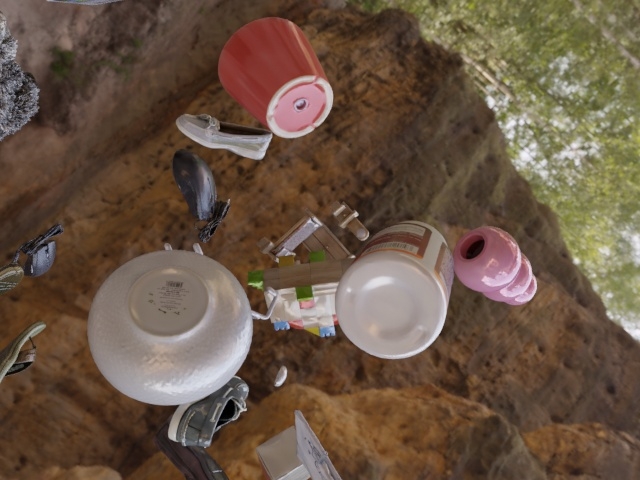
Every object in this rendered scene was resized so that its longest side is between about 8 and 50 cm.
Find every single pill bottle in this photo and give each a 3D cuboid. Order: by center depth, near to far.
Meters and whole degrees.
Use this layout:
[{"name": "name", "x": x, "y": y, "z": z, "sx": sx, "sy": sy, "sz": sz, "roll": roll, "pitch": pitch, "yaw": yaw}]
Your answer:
[{"name": "pill bottle", "x": 0.181, "y": 0.086, "z": 1.363, "sx": 0.224, "sy": 0.224, "sz": 0.392, "roll": -47, "pitch": 178, "yaw": 21}]

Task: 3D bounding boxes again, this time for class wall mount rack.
[{"name": "wall mount rack", "x": -0.305, "y": 0.128, "z": 1.762, "sx": 0.350, "sy": 0.304, "sz": 0.130, "roll": -2, "pitch": -118, "yaw": 53}]

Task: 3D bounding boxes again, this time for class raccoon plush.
[{"name": "raccoon plush", "x": -0.836, "y": -0.357, "z": 1.502, "sx": 0.299, "sy": 0.216, "sz": 0.445, "roll": 126, "pitch": -41, "yaw": -70}]

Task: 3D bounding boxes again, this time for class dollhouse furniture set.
[{"name": "dollhouse furniture set", "x": 0.000, "y": 0.000, "z": 2.020, "sx": 0.303, "sy": 0.173, "sz": 0.355, "roll": -43, "pitch": 165, "yaw": 5}]

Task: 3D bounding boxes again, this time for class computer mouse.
[{"name": "computer mouse", "x": -0.339, "y": -0.147, "z": 1.773, "sx": 0.072, "sy": 0.272, "sz": 0.188, "roll": -6, "pitch": -144, "yaw": 24}, {"name": "computer mouse", "x": -0.904, "y": 0.066, "z": 1.926, "sx": 0.262, "sy": 0.060, "sz": 0.184, "roll": -45, "pitch": -178, "yaw": 36}]

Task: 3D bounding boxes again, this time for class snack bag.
[{"name": "snack bag", "x": 0.011, "y": 0.645, "z": 1.620, "sx": 0.037, "sy": 0.342, "sz": 0.323, "roll": -24, "pitch": 145, "yaw": -19}]

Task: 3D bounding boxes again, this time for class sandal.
[{"name": "sandal", "x": -0.869, "y": 0.346, "z": 1.728, "sx": 0.120, "sy": 0.086, "sz": 0.302, "roll": -36, "pitch": -158, "yaw": 24}]

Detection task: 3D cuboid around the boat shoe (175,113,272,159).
[{"name": "boat shoe", "x": -0.318, "y": -0.362, "z": 2.021, "sx": 0.103, "sy": 0.321, "sz": 0.118, "roll": -60, "pitch": -151, "yaw": 26}]

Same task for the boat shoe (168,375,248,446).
[{"name": "boat shoe", "x": -0.226, "y": 0.394, "z": 1.390, "sx": 0.319, "sy": 0.099, "sz": 0.116, "roll": -2, "pitch": 107, "yaw": -73}]

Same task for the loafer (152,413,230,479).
[{"name": "loafer", "x": -0.327, "y": 0.592, "z": 1.579, "sx": 0.095, "sy": 0.302, "sz": 0.109, "roll": -43, "pitch": 153, "yaw": -4}]

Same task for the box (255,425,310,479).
[{"name": "box", "x": -0.116, "y": 0.736, "z": 2.019, "sx": 0.149, "sy": 0.126, "sz": 0.232, "roll": -27, "pitch": 150, "yaw": -18}]

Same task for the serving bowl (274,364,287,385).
[{"name": "serving bowl", "x": -0.149, "y": 0.525, "z": 2.342, "sx": 0.083, "sy": 0.027, "sz": 0.083, "roll": -156, "pitch": -90, "yaw": -85}]

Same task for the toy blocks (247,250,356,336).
[{"name": "toy blocks", "x": -0.015, "y": 0.194, "z": 1.905, "sx": 0.190, "sy": 0.382, "sz": 0.260, "roll": -97, "pitch": 179, "yaw": -48}]

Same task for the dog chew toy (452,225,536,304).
[{"name": "dog chew toy", "x": 0.564, "y": 0.097, "z": 1.915, "sx": 0.207, "sy": 0.332, "sz": 0.206, "roll": -30, "pitch": -138, "yaw": 31}]

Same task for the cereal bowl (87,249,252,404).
[{"name": "cereal bowl", "x": -0.308, "y": 0.155, "z": 1.247, "sx": 0.141, "sy": 0.339, "sz": 0.338, "roll": 103, "pitch": 14, "yaw": -57}]

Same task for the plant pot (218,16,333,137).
[{"name": "plant pot", "x": -0.105, "y": -0.425, "z": 1.645, "sx": 0.275, "sy": 0.275, "sz": 0.243, "roll": -48, "pitch": -128, "yaw": 19}]

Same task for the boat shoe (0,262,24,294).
[{"name": "boat shoe", "x": -0.860, "y": 0.110, "z": 1.586, "sx": 0.224, "sy": 0.073, "sz": 0.080, "roll": -35, "pitch": 157, "yaw": 25}]
